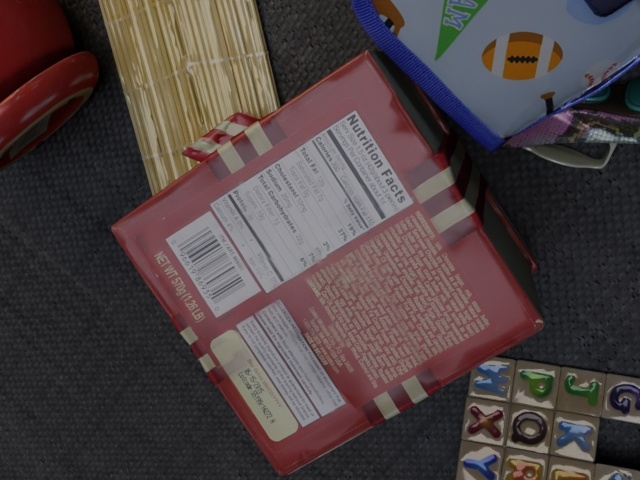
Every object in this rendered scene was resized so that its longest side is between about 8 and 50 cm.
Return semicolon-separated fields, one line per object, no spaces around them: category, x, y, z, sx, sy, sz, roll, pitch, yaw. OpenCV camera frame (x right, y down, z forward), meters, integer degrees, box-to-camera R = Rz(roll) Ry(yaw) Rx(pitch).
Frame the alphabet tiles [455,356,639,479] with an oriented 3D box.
alphabet tiles;0.216;0.231;0.824;0.198;0.009;0.237;7;82;16

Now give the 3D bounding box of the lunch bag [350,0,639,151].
lunch bag;0.138;-0.296;0.632;0.328;0.239;0.385;-33;93;27

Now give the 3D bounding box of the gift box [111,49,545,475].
gift box;0.000;0.000;0.748;0.276;0.258;0.255;-27;95;15

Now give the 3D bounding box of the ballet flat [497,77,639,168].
ballet flat;0.239;-0.094;0.753;0.222;0.077;0.079;4;124;22

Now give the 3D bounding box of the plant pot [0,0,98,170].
plant pot;-0.309;-0.165;0.851;0.191;0.191;0.174;-38;99;23

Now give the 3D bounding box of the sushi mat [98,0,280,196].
sushi mat;-0.118;-0.158;0.875;0.151;0.019;0.316;-9;102;20
